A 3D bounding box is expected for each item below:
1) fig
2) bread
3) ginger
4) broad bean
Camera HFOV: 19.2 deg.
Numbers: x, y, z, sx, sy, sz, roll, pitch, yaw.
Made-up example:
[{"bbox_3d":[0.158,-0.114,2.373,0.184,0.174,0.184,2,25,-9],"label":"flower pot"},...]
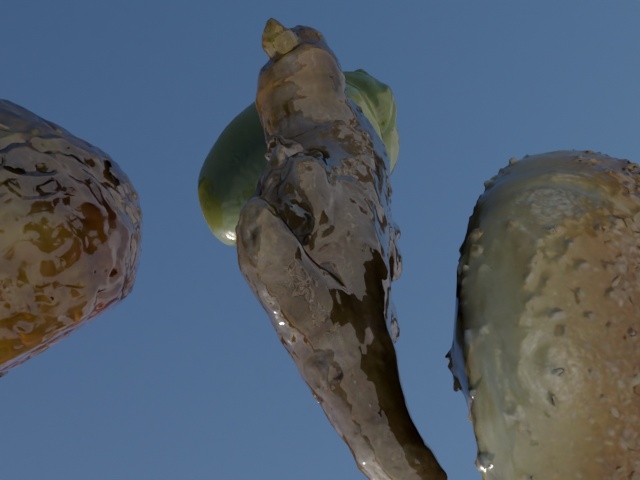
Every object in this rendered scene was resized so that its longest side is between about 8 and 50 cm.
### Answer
[{"bbox_3d":[-0.320,-0.056,1.526,0.286,0.286,0.368,-40,-78,-43],"label":"fig"},{"bbox_3d":[0.183,0.091,1.125,0.305,0.159,0.305,-10,-90,-67],"label":"bread"},{"bbox_3d":[0.000,-0.001,1.148,0.166,0.080,0.333,41,-147,-33],"label":"ginger"},{"bbox_3d":[-0.018,-0.067,1.448,0.082,0.174,0.124,44,-146,-49],"label":"broad bean"}]
